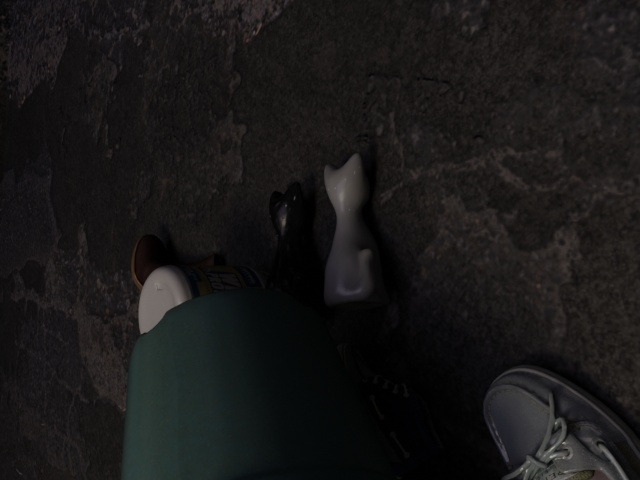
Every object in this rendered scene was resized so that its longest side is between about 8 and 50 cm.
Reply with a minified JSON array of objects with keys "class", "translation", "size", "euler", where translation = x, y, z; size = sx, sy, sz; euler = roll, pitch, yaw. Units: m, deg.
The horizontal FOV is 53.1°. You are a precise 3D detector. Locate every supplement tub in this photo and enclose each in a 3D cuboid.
[{"class":"supplement tub","translation":[-0.160,0.109,0.983],"size":[0.144,0.199,0.144],"euler":[-2,87,49]}]

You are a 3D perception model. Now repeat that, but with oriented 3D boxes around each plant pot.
[{"class":"plant pot","translation":[-0.071,0.252,0.690],"size":[0.341,0.341,0.334],"euler":[-56,35,31]}]

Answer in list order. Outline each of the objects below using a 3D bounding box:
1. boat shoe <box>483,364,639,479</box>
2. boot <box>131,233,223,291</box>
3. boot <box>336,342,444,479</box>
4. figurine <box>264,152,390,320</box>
[{"class":"boat shoe","translation":[0.250,0.253,0.577],"size":[0.118,0.103,0.320],"euler":[-53,52,33]},{"class":"boot","translation":[-0.257,0.068,1.210],"size":[0.206,0.090,0.249],"euler":[-30,64,31]},{"class":"boot","translation":[0.085,0.200,0.813],"size":[0.086,0.069,0.190],"euler":[-35,56,18]},{"class":"figurine","translation":[0.000,0.000,0.898],"size":[0.214,0.092,0.210],"euler":[-21,68,46]}]
